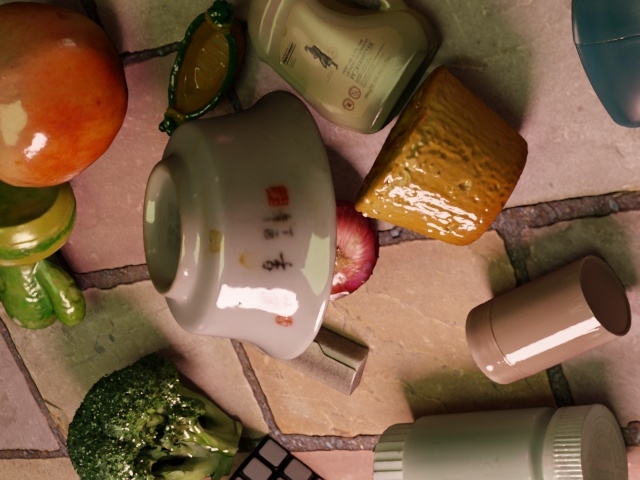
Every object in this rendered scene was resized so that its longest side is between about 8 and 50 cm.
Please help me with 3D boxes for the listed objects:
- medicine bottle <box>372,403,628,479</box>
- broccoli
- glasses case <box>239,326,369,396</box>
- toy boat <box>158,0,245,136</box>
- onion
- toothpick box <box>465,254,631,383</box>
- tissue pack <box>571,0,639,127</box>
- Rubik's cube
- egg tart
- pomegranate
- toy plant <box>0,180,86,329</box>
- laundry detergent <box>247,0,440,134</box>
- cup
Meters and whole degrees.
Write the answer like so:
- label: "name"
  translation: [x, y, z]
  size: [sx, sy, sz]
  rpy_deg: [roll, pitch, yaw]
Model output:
- label: "medicine bottle"
  translation: [0.237, 0.309, 1.497]
  size: [0.318, 0.158, 0.158]
  rpy_deg: [-10, 112, 35]
- label: "broccoli"
  translation: [-0.271, 0.331, 1.769]
  size: [0.275, 0.308, 0.308]
  rpy_deg: [12, 127, -5]
- label: "glasses case"
  translation: [-0.032, 0.155, 1.638]
  size: [0.205, 0.047, 0.071]
  rpy_deg: [25, 126, 16]
- label: "toy boat"
  translation: [-0.153, -0.232, 1.450]
  size: [0.089, 0.088, 0.229]
  rpy_deg: [38, 130, 7]
- label: "onion"
  translation: [0.000, 0.000, 1.500]
  size: [0.150, 0.140, 0.150]
  rpy_deg: [-8, 119, -14]
- label: "toothpick box"
  translation: [0.281, 0.101, 1.378]
  size: [0.180, 0.111, 0.111]
  rpy_deg: [-30, 99, 38]
- label: "tissue pack"
  translation: [0.387, -0.241, 1.052]
  size: [0.287, 0.198, 0.206]
  rpy_deg: [-10, 113, 37]
- label: "Rubik's cube"
  translation: [-0.092, 0.447, 1.774]
  size: [0.160, 0.163, 0.162]
  rpy_deg: [37, 128, 6]
- label: "egg tart"
  translation: [0.148, -0.089, 1.309]
  size: [0.147, 0.202, 0.202]
  rpy_deg: [30, 130, -6]
- label: "pomegranate"
  translation: [-0.399, -0.198, 1.500]
  size: [0.229, 0.270, 0.252]
  rpy_deg: [34, 123, 20]
- label: "toy plant"
  translation: [-0.469, 0.022, 1.763]
  size: [0.224, 0.184, 0.316]
  rpy_deg: [30, 145, 18]
- label: "laundry detergent"
  translation: [0.007, -0.256, 1.339]
  size: [0.253, 0.091, 0.181]
  rpy_deg: [37, 124, 7]
- label: "cup"
  translation: [-0.124, -0.018, 1.394]
  size: [0.347, 0.163, 0.347]
  rpy_deg: [179, 90, -66]
